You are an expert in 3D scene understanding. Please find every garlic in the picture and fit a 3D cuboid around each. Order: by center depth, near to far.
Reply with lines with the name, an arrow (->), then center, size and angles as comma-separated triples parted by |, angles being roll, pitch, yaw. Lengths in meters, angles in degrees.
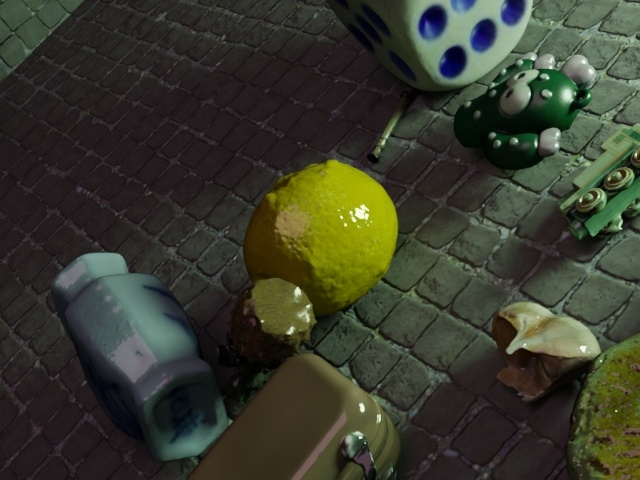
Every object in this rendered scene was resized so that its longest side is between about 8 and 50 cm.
garlic -> 0.293, 0.139, 1.406 | 0.124, 0.099, 0.174 | -31, 35, -13

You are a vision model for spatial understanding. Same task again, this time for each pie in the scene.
pie -> 0.437, 0.233, 1.216 | 0.323, 0.070, 0.323 | -19, 43, 19

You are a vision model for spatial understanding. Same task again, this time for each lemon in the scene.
lemon -> 0.000, 0.000, 1.671 | 0.288, 0.233, 0.233 | -42, 36, -21

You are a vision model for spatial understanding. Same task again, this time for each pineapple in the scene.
pineapple -> -0.096, 0.163, 1.597 | 0.248, 0.128, 0.128 | 120, 167, -50

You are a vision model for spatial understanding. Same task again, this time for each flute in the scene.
flute -> 0.145, -0.240, 1.959 | 0.027, 0.027, 0.233 | 3, 54, 41

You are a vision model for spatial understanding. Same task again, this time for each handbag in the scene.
handbag -> -0.020, 0.328, 1.430 | 0.302, 0.149, 0.283 | -49, 36, -15

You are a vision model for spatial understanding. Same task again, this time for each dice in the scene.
dice -> 0.184, -0.467, 1.891 | 0.277, 0.304, 0.304 | -41, 50, -5

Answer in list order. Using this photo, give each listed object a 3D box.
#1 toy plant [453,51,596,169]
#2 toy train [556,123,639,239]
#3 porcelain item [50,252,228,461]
toy plant -> 0.338, -0.216, 1.707 | 0.232, 0.112, 0.243 | -53, 34, -10
toy train -> 0.432, -0.083, 1.530 | 0.194, 0.081, 0.125 | -40, 27, 3
porcelain item -> -0.306, 0.183, 1.738 | 0.178, 0.242, 0.405 | -26, 38, -22
